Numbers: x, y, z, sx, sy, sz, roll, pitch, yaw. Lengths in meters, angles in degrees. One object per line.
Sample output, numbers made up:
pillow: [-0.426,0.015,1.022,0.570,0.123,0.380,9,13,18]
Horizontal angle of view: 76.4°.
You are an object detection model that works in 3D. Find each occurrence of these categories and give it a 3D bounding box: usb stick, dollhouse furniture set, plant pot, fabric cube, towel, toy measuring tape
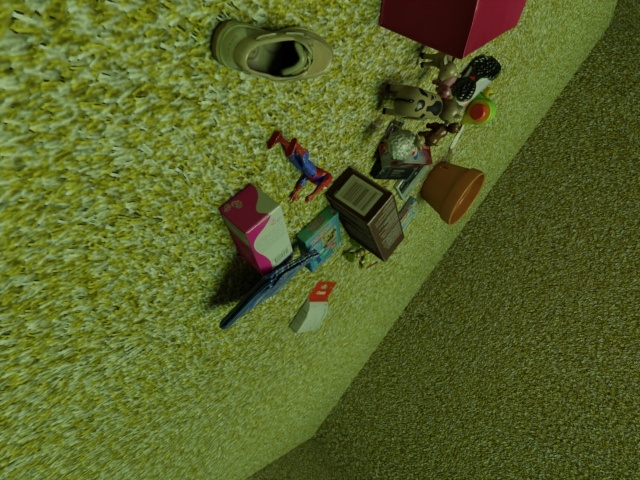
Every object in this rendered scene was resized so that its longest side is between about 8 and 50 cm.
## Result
usb stick: [0.279,-0.266,1.548,0.278,0.045,0.077,-12,140,-54]
dollhouse furniture set: [0.295,-0.378,1.386,0.114,0.081,0.091,1,123,-59]
plant pot: [0.628,-0.246,1.973,0.291,0.203,0.291,-40,152,-27]
fabric cube: [0.324,-0.621,0.932,0.258,0.254,0.259,-36,151,-27]
towel: [-0.141,0.142,1.227,0.243,0.040,0.336,-44,173,24]
toy measuring tape: [0.701,-0.524,1.845,0.121,0.121,0.330,-25,143,-45]

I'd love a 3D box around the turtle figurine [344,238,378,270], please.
turtle figurine: [0.204,0.021,1.738,0.217,0.087,0.270,-3,134,-49]

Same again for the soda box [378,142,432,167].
soda box: [0.312,-0.309,1.464,0.263,0.092,0.084,-14,96,-54]

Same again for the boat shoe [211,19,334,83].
boat shoe: [-0.062,-0.356,0.796,0.302,0.098,0.109,-20,140,-49]

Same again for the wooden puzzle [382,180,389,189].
wooden puzzle: [0.242,-0.183,1.626,0.078,0.014,0.116,-26,144,-43]

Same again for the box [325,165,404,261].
box: [0.171,-0.078,1.436,0.143,0.191,0.381,-49,155,-7]

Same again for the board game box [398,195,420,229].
board game box: [0.401,-0.106,1.966,0.201,0.035,0.136,-54,155,3]

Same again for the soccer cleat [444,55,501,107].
soccer cleat: [0.585,-0.606,1.585,0.318,0.108,0.116,-45,176,-22]

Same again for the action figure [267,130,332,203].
action figure: [-0.055,-0.161,1.071,0.139,0.091,0.280,-61,153,2]

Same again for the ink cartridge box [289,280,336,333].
ink cartridge box: [-0.014,0.289,1.754,0.232,0.066,0.189,-53,155,11]

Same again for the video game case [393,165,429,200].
video game case: [0.396,-0.276,1.758,0.190,0.022,0.173,-53,155,2]

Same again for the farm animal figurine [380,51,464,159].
farm animal figurine: [0.339,-0.428,1.221,0.326,0.172,0.331,-21,120,-29]

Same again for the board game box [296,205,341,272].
board game box: [0.000,0.000,1.414,0.160,0.047,0.210,-42,153,-20]

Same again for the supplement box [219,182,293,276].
supplement box: [-0.159,-0.021,1.047,0.111,0.114,0.220,-41,154,-20]
